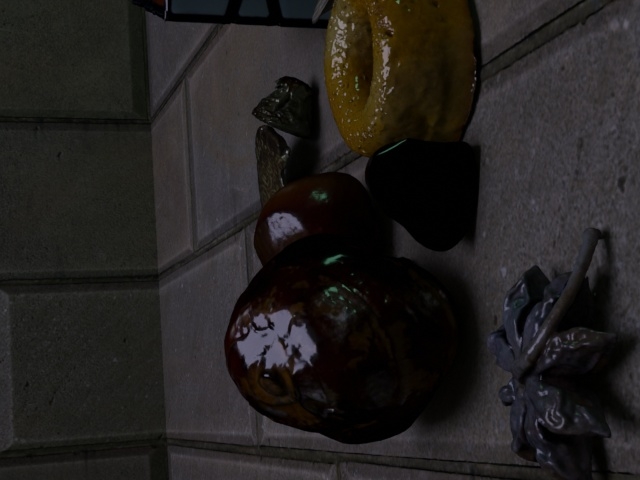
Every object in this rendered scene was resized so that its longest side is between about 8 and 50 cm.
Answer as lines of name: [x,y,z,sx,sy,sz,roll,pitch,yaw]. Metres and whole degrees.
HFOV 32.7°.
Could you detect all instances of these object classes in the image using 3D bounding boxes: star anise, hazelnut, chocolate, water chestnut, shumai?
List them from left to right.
shumai: [-0.052,-0.221,1.767,0.087,0.099,0.124,-68,22,8]
hazelnut: [0.000,0.000,1.524,0.204,0.178,0.178,65,176,-34]
water chestnut: [0.029,0.113,1.318,0.289,0.289,0.244,134,142,-63]
chocolate: [0.112,-0.071,1.257,0.125,0.149,0.080,-53,20,-5]
star anise: [0.217,0.113,1.037,0.230,0.081,0.262,-110,23,-66]

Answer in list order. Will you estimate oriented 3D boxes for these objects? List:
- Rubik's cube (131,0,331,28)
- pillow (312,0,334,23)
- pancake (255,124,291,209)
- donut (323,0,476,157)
Rubik's cube: [-0.123,-0.478,1.652,0.283,0.289,0.293,-134,45,-64]
pillow: [0.056,-0.373,1.436,0.130,0.038,0.233,-53,5,-26]
pancake: [-0.059,-0.046,1.794,0.288,0.033,0.286,-119,23,-48]
donut: [0.085,-0.223,1.339,0.277,0.109,0.277,179,90,-71]
